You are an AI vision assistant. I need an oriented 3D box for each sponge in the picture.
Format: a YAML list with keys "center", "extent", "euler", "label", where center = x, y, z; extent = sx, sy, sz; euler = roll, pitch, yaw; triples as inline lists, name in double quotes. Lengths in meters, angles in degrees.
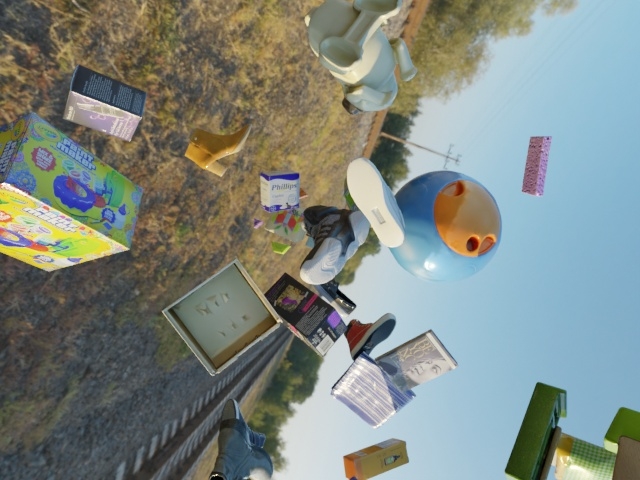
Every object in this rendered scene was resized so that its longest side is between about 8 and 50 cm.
- center: [0.780, -0.271, 1.567]
  extent: [0.117, 0.031, 0.210]
  euler: [-85, 178, -78]
  label: "sponge"

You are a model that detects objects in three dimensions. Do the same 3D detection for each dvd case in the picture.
- center: [0.317, 0.404, 1.435]
  extent: [0.221, 0.164, 0.018]
  euler: [-34, -166, 19]
  label: "dvd case"

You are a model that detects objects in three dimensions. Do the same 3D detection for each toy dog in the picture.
- center: [0.129, -0.599, 1.502]
  extent: [0.284, 0.395, 0.408]
  euler: [-61, 150, -7]
  label: "toy dog"

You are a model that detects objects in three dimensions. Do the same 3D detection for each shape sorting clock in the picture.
- center: [0.147, -0.143, 1.501]
  extent: [0.040, 0.206, 0.206]
  euler: [-19, 153, -25]
  label: "shape sorting clock"

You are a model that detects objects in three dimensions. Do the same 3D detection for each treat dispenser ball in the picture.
- center: [0.308, -0.034, 1.104]
  extent: [0.288, 0.288, 0.288]
  euler: [24, 90, -87]
  label: "treat dispenser ball"

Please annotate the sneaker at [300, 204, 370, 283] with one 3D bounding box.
- center: [0.000, 0.000, 1.065]
  extent: [0.268, 0.153, 0.101]
  euler: [-43, 142, -39]
  label: "sneaker"

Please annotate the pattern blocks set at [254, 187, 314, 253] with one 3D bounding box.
- center: [-0.133, -0.085, 1.787]
  extent: [0.026, 0.325, 0.285]
  euler: [33, 66, -64]
  label: "pattern blocks set"

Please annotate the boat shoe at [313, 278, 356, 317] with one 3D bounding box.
- center: [0.047, 0.185, 1.615]
  extent: [0.076, 0.228, 0.080]
  euler: [-41, -179, 14]
  label: "boat shoe"

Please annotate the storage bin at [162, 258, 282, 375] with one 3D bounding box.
- center: [-0.297, 0.238, 1.351]
  extent: [0.262, 0.260, 0.123]
  euler: [-37, -175, -14]
  label: "storage bin"

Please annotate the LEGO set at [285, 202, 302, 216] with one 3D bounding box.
- center: [-0.100, -0.104, 1.569]
  extent: [0.023, 0.083, 0.054]
  euler: [-43, -155, 10]
  label: "LEGO set"

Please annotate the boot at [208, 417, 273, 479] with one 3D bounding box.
- center: [-0.190, 0.551, 1.009]
  extent: [0.161, 0.084, 0.246]
  euler: [-88, 159, -56]
  label: "boot"

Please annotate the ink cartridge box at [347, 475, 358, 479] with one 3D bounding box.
- center: [0.091, 0.826, 1.256]
  extent: [0.223, 0.224, 0.045]
  euler: [-20, 131, -33]
  label: "ink cartridge box"

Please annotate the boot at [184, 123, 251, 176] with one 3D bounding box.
- center: [-0.471, -0.460, 1.976]
  extent: [0.295, 0.211, 0.104]
  euler: [-55, -173, 4]
  label: "boot"

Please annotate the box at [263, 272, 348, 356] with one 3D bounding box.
- center: [-0.061, 0.262, 1.548]
  extent: [0.143, 0.270, 0.165]
  euler: [-46, 140, -15]
  label: "box"

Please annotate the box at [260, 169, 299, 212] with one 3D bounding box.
- center: [-0.148, -0.184, 1.591]
  extent: [0.072, 0.126, 0.137]
  euler: [30, -55, 52]
  label: "box"

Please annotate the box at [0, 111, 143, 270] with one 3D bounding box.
- center: [-0.617, -0.087, 0.958]
  extent: [0.290, 0.279, 0.177]
  euler: [45, 37, -53]
  label: "box"

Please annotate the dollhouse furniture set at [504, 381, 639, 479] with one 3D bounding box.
- center: [0.417, 0.377, 0.653]
  extent: [0.151, 0.198, 0.301]
  euler: [-54, 136, -28]
  label: "dollhouse furniture set"

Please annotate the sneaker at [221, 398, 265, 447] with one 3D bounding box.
- center: [-0.312, 0.763, 1.761]
  extent: [0.086, 0.163, 0.226]
  euler: [-33, -126, 21]
  label: "sneaker"

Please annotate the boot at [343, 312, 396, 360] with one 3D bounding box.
- center: [0.185, 0.336, 1.707]
  extent: [0.244, 0.088, 0.176]
  euler: [-50, -150, 19]
  label: "boot"

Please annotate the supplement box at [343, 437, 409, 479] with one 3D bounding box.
- center: [0.197, 0.765, 1.513]
  extent: [0.080, 0.234, 0.078]
  euler: [-24, -109, 59]
  label: "supplement box"

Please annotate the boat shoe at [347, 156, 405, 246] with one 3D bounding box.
- center: [0.112, -0.077, 0.819]
  extent: [0.066, 0.184, 0.063]
  euler: [-29, -167, 27]
  label: "boat shoe"

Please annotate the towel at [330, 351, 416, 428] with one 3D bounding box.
- center: [0.182, 0.576, 1.625]
  extent: [0.040, 0.243, 0.336]
  euler: [-42, 165, -44]
  label: "towel"

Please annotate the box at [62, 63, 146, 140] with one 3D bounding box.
- center: [-0.679, -0.427, 1.363]
  extent: [0.153, 0.207, 0.108]
  euler: [-32, -129, 48]
  label: "box"
